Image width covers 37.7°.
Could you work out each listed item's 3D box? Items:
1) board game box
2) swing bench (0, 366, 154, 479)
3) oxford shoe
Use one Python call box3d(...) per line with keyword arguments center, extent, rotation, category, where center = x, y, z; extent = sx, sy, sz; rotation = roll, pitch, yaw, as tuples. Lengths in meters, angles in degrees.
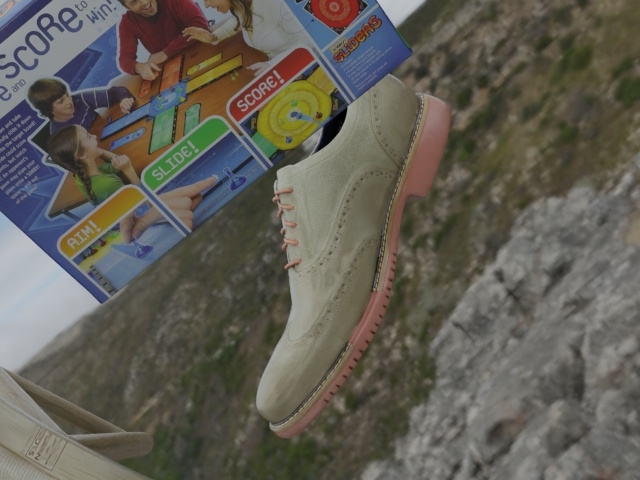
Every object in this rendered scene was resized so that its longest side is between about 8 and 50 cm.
box3d(center=(-0.073, -0.080, 0.443), extent=(0.201, 0.136, 0.035), rotation=(-38, 31, 3), category="board game box")
box3d(center=(-0.213, 0.217, 0.565), extent=(0.253, 0.165, 0.255), rotation=(-63, 13, -10), category="swing bench")
box3d(center=(0.000, 0.000, 0.957), extent=(0.140, 0.146, 0.397), rotation=(-27, 39, 62), category="oxford shoe")
